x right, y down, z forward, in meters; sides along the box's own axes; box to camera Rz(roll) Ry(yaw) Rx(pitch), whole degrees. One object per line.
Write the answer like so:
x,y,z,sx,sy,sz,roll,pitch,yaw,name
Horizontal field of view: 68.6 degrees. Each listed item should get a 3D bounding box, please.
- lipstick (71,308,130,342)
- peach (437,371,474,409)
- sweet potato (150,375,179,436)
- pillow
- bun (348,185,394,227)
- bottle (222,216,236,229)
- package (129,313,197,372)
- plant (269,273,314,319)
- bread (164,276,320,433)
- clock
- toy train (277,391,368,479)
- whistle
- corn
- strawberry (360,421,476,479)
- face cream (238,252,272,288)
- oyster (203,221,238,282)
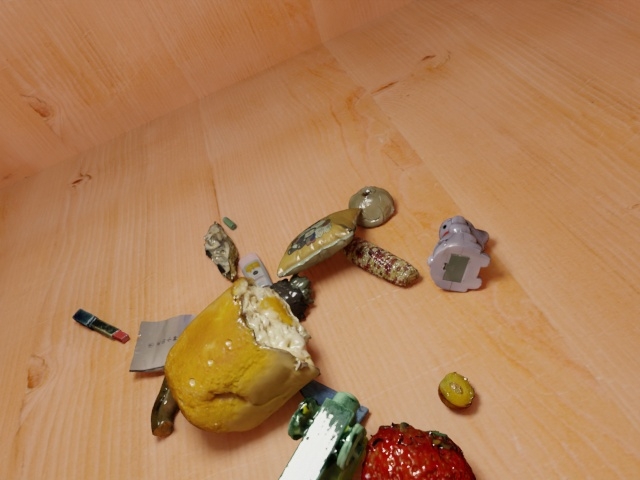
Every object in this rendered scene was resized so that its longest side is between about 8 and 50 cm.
-0.846,0.338,1.815,0.312,0.051,0.051,14,54,31,lipstick
0.352,0.400,1.226,0.098,0.061,0.098,3,45,-3,peach
-0.459,0.467,1.476,0.085,0.112,0.286,23,67,-14,sweet potato
0.000,0.000,1.618,0.310,0.119,0.312,-34,8,17,pillow
0.186,-0.138,1.762,0.173,0.113,0.167,-27,44,1,bun
-0.392,-0.075,2.015,0.030,0.030,0.083,-41,45,-16,bottle
-0.521,0.361,1.633,0.250,0.062,0.204,-6,46,6,package
-0.108,0.198,1.561,0.194,0.129,0.132,-25,43,-26,plant
-0.243,0.334,1.316,0.394,0.250,0.361,-41,61,3,bread
0.440,0.017,1.490,0.188,0.189,0.254,-3,33,21,clock
-0.033,0.570,1.077,0.179,0.272,0.442,21,55,25,toy train
-0.004,0.438,1.344,0.304,0.062,0.062,16,57,34,whistle
0.199,0.072,1.577,0.289,0.098,0.098,28,64,36,corn
0.214,0.557,1.018,0.250,0.238,0.288,-11,55,20,strawberry
-0.239,0.125,1.743,0.084,0.057,0.198,-32,45,-8,face cream
-0.391,0.052,1.875,0.129,0.078,0.345,-46,46,9,oyster
